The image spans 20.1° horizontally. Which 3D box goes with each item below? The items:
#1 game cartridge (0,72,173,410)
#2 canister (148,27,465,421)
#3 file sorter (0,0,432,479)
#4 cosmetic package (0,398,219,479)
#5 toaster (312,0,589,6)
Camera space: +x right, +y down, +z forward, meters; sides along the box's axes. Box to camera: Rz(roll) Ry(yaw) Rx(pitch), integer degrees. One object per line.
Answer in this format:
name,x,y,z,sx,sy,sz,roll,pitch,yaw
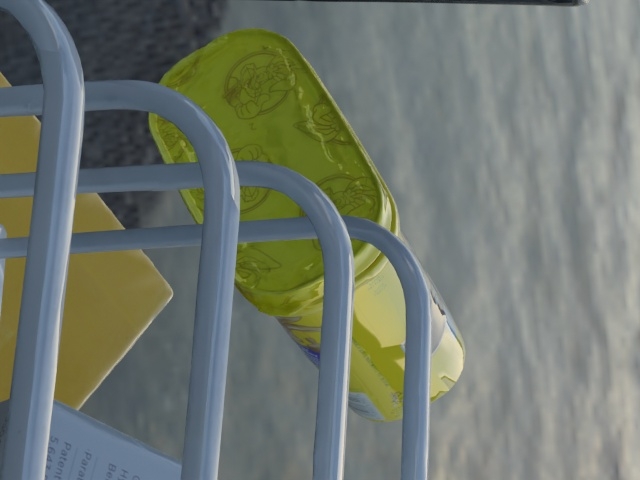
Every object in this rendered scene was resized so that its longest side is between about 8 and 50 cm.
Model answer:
game cartridge,-0.250,0.014,1.001,0.285,0.053,0.323,53,39,-12
canister,0.000,0.000,0.795,0.126,0.073,0.170,59,2,29
file sorter,-0.099,0.052,0.400,0.278,0.173,0.192,32,58,-62
cosmetic package,-0.100,0.173,0.719,0.184,0.151,0.151,31,58,-30
toaster,-0.008,-0.158,0.492,0.110,0.186,0.168,59,38,-61
